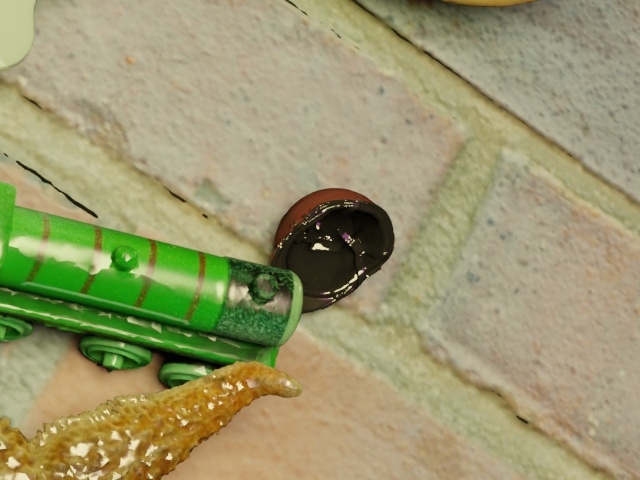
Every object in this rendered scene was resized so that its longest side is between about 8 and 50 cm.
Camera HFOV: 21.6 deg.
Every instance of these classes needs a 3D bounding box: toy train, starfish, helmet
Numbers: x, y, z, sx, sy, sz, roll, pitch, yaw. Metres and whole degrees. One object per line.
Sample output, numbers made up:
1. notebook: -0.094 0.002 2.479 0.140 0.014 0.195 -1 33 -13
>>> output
1. toy train: -0.128 0.021 0.900 0.251 0.119 0.085 14 68 -19
2. starfish: -0.131 0.169 0.856 0.302 0.060 0.299 -17 87 -17
3. helmet: -0.002 0.000 1.003 0.084 0.049 0.065 -33 127 -5

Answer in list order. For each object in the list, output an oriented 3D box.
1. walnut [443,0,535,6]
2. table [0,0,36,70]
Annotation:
1. walnut: 0.093 -0.257 1.028 0.261 0.225 0.225 26 65 -15
2. table: -0.212 -0.155 0.889 0.166 0.166 0.198 38 62 -10
